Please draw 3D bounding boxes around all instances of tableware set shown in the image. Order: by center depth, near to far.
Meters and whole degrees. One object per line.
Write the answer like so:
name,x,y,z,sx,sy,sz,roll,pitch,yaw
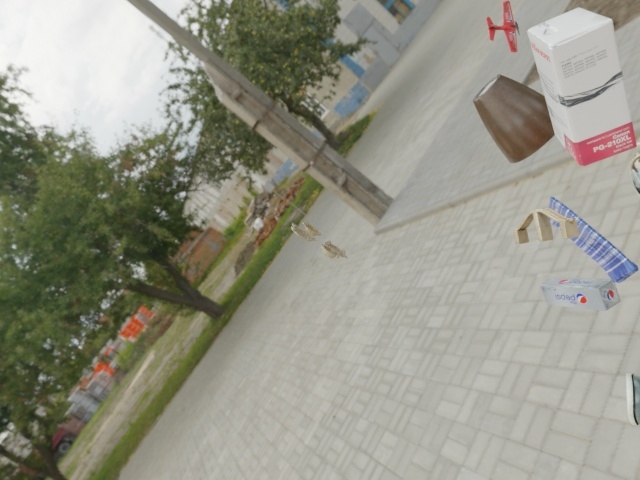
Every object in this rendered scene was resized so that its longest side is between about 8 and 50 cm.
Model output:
tableware set,0.000,0.000,1.153,0.020,0.168,0.141,-55,-5,14

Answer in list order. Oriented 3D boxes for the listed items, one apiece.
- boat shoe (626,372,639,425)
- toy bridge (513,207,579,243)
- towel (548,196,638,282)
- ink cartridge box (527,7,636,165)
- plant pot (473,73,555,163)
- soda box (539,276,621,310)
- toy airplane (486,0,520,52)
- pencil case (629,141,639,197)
boat shoe,0.790,0.391,1.042,0.099,0.319,0.117,-8,55,44
toy bridge,0.428,-0.030,0.862,0.026,0.063,0.188,-9,-4,-4
towel,0.897,0.001,1.509,0.040,0.336,0.243,-44,-24,9
ink cartridge box,0.482,-0.288,0.832,0.100,0.237,0.172,-20,28,21
plant pot,0.600,-0.401,1.401,0.215,0.230,0.215,-48,7,7
soda box,1.041,0.211,1.808,0.091,0.098,0.286,-24,4,-18
toy airplane,0.535,-0.620,1.308,0.028,0.151,0.151,-3,48,57
pencil case,0.990,-0.241,1.120,0.409,0.184,0.160,-27,14,-9
